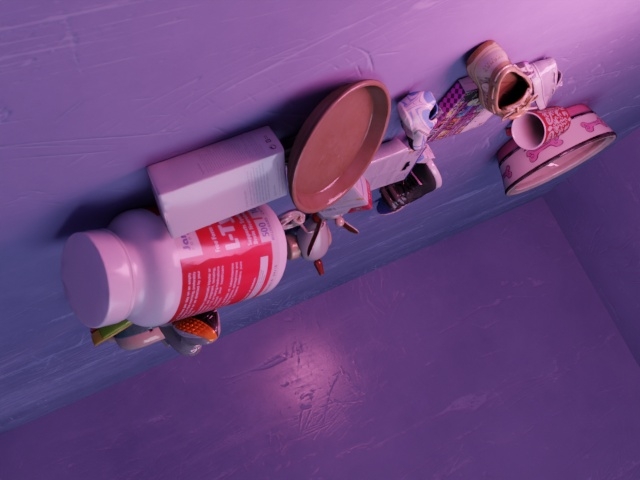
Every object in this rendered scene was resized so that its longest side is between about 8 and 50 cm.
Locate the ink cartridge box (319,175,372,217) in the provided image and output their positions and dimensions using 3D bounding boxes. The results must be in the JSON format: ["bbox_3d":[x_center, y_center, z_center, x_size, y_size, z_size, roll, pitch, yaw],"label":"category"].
[{"bbox_3d":[0.037,-0.120,1.442,0.127,0.073,0.175,-9,163,16],"label":"ink cartridge box"}]

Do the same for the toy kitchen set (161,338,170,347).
[{"bbox_3d":[-0.457,0.227,2.057,0.207,0.122,0.166,-42,179,-34],"label":"toy kitchen set"}]

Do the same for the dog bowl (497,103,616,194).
[{"bbox_3d":[0.801,-0.318,2.157,0.407,0.151,0.408,-24,169,-5],"label":"dog bowl"}]

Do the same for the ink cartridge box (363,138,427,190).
[{"bbox_3d":[0.138,-0.182,1.585,0.223,0.045,0.223,-20,166,-14],"label":"ink cartridge box"}]

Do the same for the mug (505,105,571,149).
[{"bbox_3d":[0.660,-0.356,1.877,0.169,0.150,0.113,-22,132,-36],"label":"mug"}]

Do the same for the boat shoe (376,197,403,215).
[{"bbox_3d":[0.269,-0.136,2.030,0.183,0.066,0.066,-29,169,15],"label":"boat shoe"}]

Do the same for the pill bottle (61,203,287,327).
[{"bbox_3d":[-0.281,0.039,1.230,0.407,0.229,0.229,-13,163,-47],"label":"pill bottle"}]

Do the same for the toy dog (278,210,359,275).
[{"bbox_3d":[0.000,0.000,1.817,0.220,0.161,0.334,-26,169,-6],"label":"toy dog"}]

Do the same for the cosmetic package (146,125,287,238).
[{"bbox_3d":[-0.178,-0.105,1.095,0.230,0.086,0.117,-21,142,-17],"label":"cosmetic package"}]

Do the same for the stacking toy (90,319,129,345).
[{"bbox_3d":[-0.433,0.112,1.469,0.308,0.131,0.279,-33,-179,-19],"label":"stacking toy"}]

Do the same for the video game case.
[{"bbox_3d":[0.356,-0.321,1.461,0.210,0.042,0.232,-21,167,-24],"label":"video game case"}]

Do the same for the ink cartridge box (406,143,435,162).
[{"bbox_3d":[0.267,-0.232,1.644,0.028,0.048,0.083,-33,166,33],"label":"ink cartridge box"}]

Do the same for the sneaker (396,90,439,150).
[{"bbox_3d":[0.218,-0.257,1.343,0.086,0.085,0.237,-22,170,8],"label":"sneaker"}]

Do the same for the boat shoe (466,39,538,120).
[{"bbox_3d":[0.390,-0.312,1.298,0.104,0.089,0.285,-46,149,18],"label":"boat shoe"}]

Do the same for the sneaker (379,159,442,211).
[{"bbox_3d":[0.255,-0.157,1.806,0.146,0.105,0.296,-30,173,-7],"label":"sneaker"}]

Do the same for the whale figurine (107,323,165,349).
[{"bbox_3d":[-0.540,0.227,1.833,0.216,0.141,0.272,-20,-168,-25],"label":"whale figurine"}]

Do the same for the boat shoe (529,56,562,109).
[{"bbox_3d":[0.552,-0.383,1.509,0.081,0.079,0.227,-25,166,18],"label":"boat shoe"}]

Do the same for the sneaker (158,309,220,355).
[{"bbox_3d":[-0.280,0.206,1.371,0.099,0.121,0.262,-31,-161,-28],"label":"sneaker"}]

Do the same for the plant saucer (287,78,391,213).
[{"bbox_3d":[0.031,-0.176,1.149,0.278,0.041,0.278,-42,154,-26],"label":"plant saucer"}]

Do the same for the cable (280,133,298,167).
[{"bbox_3d":[-0.067,-0.158,1.206,0.287,0.072,0.139,-19,161,-29],"label":"cable"}]
